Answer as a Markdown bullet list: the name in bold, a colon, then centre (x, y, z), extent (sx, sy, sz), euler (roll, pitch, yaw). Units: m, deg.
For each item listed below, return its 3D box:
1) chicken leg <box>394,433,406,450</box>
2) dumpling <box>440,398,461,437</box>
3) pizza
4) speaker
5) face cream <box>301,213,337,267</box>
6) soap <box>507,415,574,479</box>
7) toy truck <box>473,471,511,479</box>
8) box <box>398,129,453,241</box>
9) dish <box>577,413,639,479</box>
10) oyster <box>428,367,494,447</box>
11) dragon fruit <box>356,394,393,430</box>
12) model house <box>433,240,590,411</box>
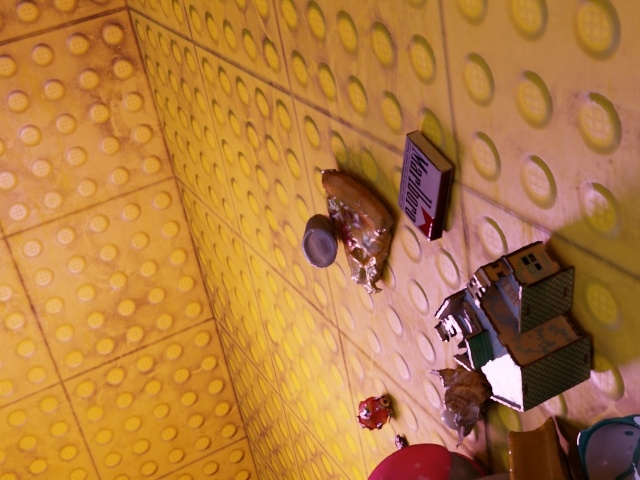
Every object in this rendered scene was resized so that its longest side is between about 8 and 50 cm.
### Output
- **chicken leg**: centre (0.206, 0.521, 2.237), extent (0.036, 0.021, 0.083), euler (-4, 108, 60)
- **dumpling**: centre (0.274, 0.369, 1.867), extent (0.077, 0.043, 0.059), euler (45, 171, 11)
- **pizza**: centre (0.086, 0.004, 1.915), extent (0.280, 0.075, 0.287), euler (36, 143, 58)
- **speaker**: centre (0.219, 0.561, 1.827), extent (0.294, 0.294, 0.294), euler (53, 156, 36)
- **face cream**: centre (0.000, 0.000, 2.008), extent (0.269, 0.073, 0.107), euler (-79, -27, -84)
- **soap**: centre (0.361, 0.427, 1.398), extent (0.315, 0.091, 0.199), euler (-51, -57, -75)
- **toy truck**: centre (0.360, 0.588, 1.580), extent (0.363, 0.177, 0.178), euler (61, 143, 39)
- **box**: centre (0.187, -0.096, 1.598), extent (0.115, 0.036, 0.177), euler (53, 156, 35)
- **dish**: centre (0.471, 0.334, 1.230), extent (0.246, 0.078, 0.224), euler (41, 137, 43)
- **oyster**: centre (0.278, 0.307, 1.730), extent (0.161, 0.107, 0.233), euler (62, 178, 13)
- **dragon fruit**: centre (0.136, 0.428, 2.238), extent (0.116, 0.086, 0.081), euler (105, 177, -49)
- **model house**: centre (0.300, 0.156, 1.379), extent (0.206, 0.178, 0.271), euler (59, 156, 19)
